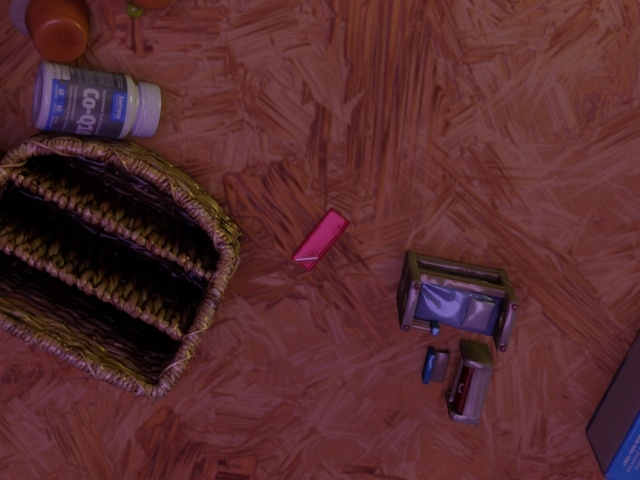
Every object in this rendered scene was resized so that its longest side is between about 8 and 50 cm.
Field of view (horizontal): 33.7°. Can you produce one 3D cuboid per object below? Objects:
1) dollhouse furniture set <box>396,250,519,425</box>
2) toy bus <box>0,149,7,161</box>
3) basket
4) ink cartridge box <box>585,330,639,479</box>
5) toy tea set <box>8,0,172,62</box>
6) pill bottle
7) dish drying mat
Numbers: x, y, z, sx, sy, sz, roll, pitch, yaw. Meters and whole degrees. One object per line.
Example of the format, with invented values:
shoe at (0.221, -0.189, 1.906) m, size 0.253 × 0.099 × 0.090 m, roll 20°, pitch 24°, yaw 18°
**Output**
dollhouse furniture set at (0.151, 0.128, 1.291) m, size 0.129 × 0.129 × 0.184 m, roll 11°, pitch 106°, yaw -1°
toy bus at (-0.483, 0.031, 1.271) m, size 0.108 × 0.130 × 0.333 m, roll 19°, pitch 90°, yaw -3°
basket at (-0.249, 0.007, 1.225) m, size 0.299 × 0.223 × 0.214 m, roll 29°, pitch 105°, yaw -5°
ink cartridge box at (0.523, 0.230, 1.305) m, size 0.307 × 0.129 × 0.223 m, roll 23°, pitch 105°, yaw -4°
toy tea set at (-0.227, -0.351, 1.202) m, size 0.336 × 0.124 × 0.200 m, roll -30°, pitch 132°, yaw 6°
pill bottle at (-0.261, -0.160, 1.234) m, size 0.137 × 0.078 × 0.078 m, roll 5°, pitch 107°, yaw -24°
dish drying mat at (0.000, 0.000, 1.324) m, size 0.032 × 0.008 × 0.083 m, roll 38°, pitch 104°, yaw -7°
